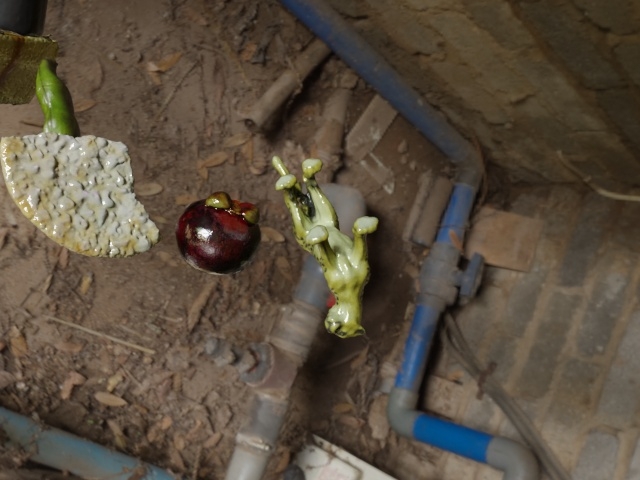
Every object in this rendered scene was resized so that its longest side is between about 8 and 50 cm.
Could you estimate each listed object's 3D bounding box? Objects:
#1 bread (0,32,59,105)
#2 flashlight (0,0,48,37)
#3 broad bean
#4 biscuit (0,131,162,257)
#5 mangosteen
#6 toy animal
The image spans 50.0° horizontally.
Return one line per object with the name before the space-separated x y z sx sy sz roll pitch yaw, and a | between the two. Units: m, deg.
bread | -0.746 -0.448 1.491 0.236 0.198 0.263 52 25 8
flashlight | -0.385 -0.484 0.904 0.103 0.103 0.424 0 121 -39
broad bean | -0.492 -0.237 1.285 0.061 0.339 0.077 -32 140 5
biscuit | -0.346 -0.074 1.013 0.265 0.040 0.188 40 54 -20
mangosteen | -0.171 -0.017 1.166 0.152 0.152 0.153 -7 101 -38
toy animal | 0.000 0.000 0.740 0.073 0.181 0.136 -23 135 -14
